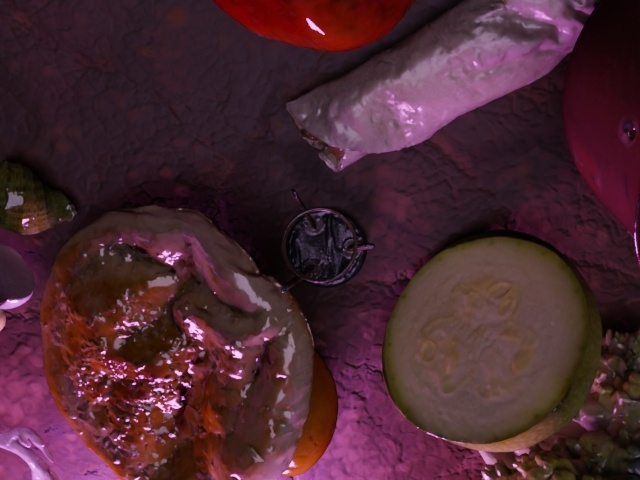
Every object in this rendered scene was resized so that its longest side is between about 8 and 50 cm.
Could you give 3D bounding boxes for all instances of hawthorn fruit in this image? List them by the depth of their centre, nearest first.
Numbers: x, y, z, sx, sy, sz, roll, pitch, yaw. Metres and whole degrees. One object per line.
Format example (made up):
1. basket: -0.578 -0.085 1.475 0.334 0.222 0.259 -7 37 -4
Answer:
1. hawthorn fruit: -0.007 -0.295 0.944 0.265 0.307 0.265 6 131 7

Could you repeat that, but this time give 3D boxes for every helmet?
1. helmet: 0.361 -0.153 1.007 0.385 0.230 0.338 -38 137 -11

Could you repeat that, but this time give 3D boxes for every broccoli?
1. broccoli: 0.301 0.287 1.201 0.347 0.281 0.293 -30 136 -23

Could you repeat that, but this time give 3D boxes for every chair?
1. chair: 0.001 0.001 1.131 0.104 0.221 0.095 -23 83 2

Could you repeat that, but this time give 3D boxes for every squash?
1. squash: 0.187 0.109 1.148 0.252 0.252 0.049 -38 140 15

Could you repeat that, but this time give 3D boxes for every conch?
1. conch: -0.347 -0.046 1.194 0.121 0.074 0.089 20 145 -24

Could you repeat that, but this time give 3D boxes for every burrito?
1. burrito: 0.151 -0.192 1.104 0.392 0.076 0.117 -27 114 14

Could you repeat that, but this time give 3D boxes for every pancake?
1. pancake: -0.177 0.142 1.174 0.386 0.082 0.387 10 113 25

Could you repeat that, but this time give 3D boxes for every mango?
1. mango: -0.059 0.165 1.235 0.138 0.113 0.253 -19 103 14

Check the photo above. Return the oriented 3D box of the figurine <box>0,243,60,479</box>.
1. figurine: -0.426 0.176 1.188 0.284 0.206 0.316 33 118 17
